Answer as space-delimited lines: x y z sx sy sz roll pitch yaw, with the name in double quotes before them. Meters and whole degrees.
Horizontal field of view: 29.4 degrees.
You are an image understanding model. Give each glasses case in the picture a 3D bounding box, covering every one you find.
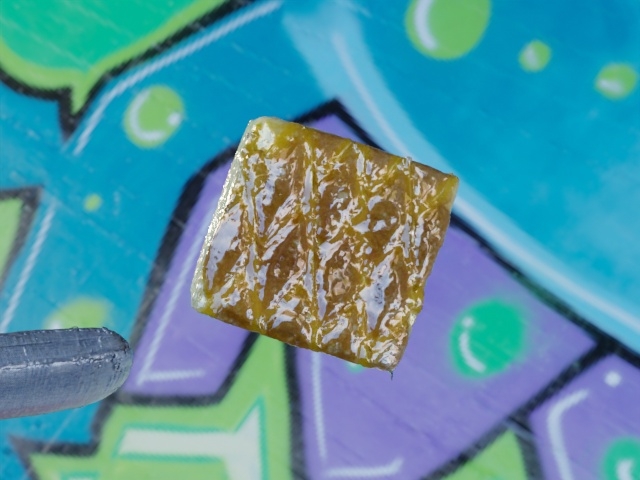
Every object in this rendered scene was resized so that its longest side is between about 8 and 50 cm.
"glasses case" -0.338 0.147 1.310 0.067 0.283 0.109 64 143 35

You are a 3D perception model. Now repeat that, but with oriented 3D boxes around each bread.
"bread" 0.000 0.000 1.558 0.279 0.279 0.207 21 -178 -7
